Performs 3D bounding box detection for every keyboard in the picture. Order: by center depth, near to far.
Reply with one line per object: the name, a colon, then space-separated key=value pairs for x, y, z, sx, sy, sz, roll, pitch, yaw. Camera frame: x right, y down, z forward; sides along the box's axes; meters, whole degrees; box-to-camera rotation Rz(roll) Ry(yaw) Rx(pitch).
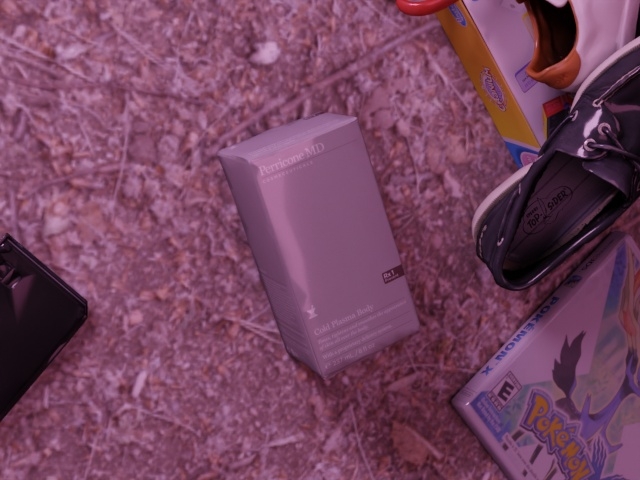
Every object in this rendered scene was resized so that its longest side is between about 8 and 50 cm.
keyboard: x=-0.376 y=0.122 z=0.989 sx=0.317 sy=0.033 sz=0.201 roll=-50 pitch=121 yaw=-12

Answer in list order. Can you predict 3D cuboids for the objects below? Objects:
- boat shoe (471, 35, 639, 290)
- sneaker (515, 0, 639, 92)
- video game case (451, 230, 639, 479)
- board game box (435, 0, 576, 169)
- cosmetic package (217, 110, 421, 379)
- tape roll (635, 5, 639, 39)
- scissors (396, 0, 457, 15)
boat shoe: x=0.283 y=-0.072 z=1.138 sx=0.127 sy=0.113 sz=0.340 roll=36 pitch=120 yaw=-19
sneaker: x=0.266 y=-0.296 z=1.124 sx=0.123 sy=0.106 sz=0.290 roll=-2 pitch=100 yaw=-28
video game case: x=0.349 y=0.206 z=1.355 sx=0.300 sy=0.036 sz=0.329 roll=-44 pitch=113 yaw=-14
board game box: x=0.289 y=-0.210 z=1.246 sx=0.242 sy=0.064 sz=0.316 roll=-38 pitch=112 yaw=-16
cosmetic package: x=0.000 y=0.000 z=1.116 sx=0.127 sy=0.107 sz=0.238 roll=-26 pitch=111 yaw=-18
tape roll: x=0.432 y=-0.242 z=1.207 sx=0.219 sy=0.072 sz=0.219 roll=-5 pitch=110 yaw=-16
scissors: x=0.181 y=-0.318 z=1.160 sx=0.297 sy=0.109 sz=0.021 roll=-33 pitch=136 yaw=-20
